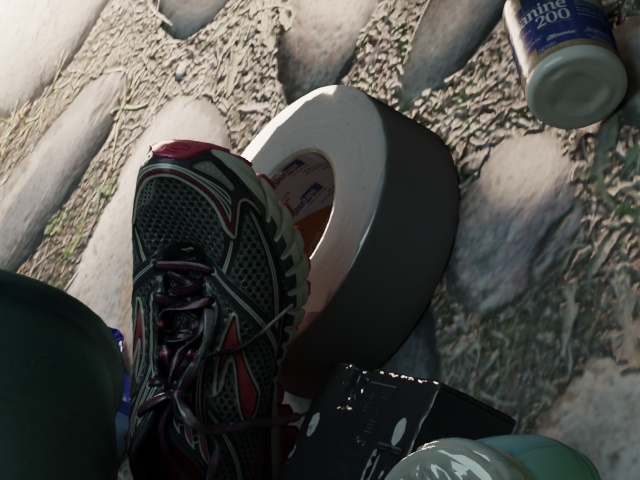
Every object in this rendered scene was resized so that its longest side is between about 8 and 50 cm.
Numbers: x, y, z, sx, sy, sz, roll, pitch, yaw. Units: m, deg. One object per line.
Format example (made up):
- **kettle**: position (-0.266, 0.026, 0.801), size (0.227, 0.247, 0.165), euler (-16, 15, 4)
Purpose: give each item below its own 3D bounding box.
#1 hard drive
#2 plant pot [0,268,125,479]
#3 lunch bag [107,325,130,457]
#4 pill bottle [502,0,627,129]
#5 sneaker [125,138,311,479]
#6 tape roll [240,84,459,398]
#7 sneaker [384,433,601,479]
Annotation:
- **hard drive**: position (-0.009, 0.242, 1.151), size (0.339, 0.064, 0.237), euler (-64, 13, -8)
- **plant pot**: position (-0.267, 0.243, 1.225), size (0.341, 0.341, 0.334), euler (-41, 48, 31)
- **lunch bag**: position (-0.326, 0.136, 1.538), size (0.221, 0.293, 0.138), euler (-53, 32, 16)
- **pill bottle**: position (0.157, -0.135, 1.254), size (0.067, 0.067, 0.120), euler (-43, 36, 29)
- **sneaker**: position (-0.075, 0.079, 1.258), size (0.121, 0.112, 0.299), euler (6, 113, 29)
- **tape roll**: position (0.000, 0.000, 1.378), size (0.219, 0.072, 0.219), euler (-35, 40, 37)
- **sneaker**: position (0.092, 0.278, 1.008), size (0.135, 0.150, 0.366), euler (21, 106, 39)
